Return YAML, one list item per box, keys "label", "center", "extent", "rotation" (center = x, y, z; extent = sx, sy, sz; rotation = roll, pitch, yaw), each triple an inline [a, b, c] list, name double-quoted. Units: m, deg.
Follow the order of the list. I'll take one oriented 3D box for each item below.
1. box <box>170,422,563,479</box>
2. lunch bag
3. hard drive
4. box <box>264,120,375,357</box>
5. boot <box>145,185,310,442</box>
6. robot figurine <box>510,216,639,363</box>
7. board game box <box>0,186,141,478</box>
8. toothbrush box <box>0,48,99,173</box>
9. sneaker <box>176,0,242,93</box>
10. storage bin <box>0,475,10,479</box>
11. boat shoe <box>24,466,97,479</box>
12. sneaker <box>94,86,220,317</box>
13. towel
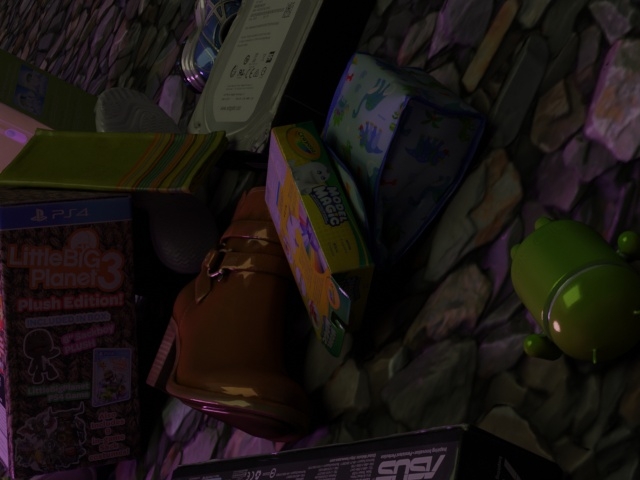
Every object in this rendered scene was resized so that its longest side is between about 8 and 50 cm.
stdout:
- label: "box"
  center: [-0.021, 0.303, 0.834]
  extent: [0.395, 0.097, 0.318]
  rotation: [-22, 47, 53]
- label: "lunch bag"
  center: [0.053, -0.067, 1.031]
  extent: [0.151, 0.096, 0.129]
  rotation: [-70, 26, 19]
- label: "hard drive"
  center: [-0.030, -0.242, 1.361]
  extent: [0.237, 0.064, 0.339]
  rotation: [12, 77, 63]
- label: "box"
  center: [0.000, 0.000, 1.024]
  extent: [0.105, 0.043, 0.179]
  rotation: [100, 155, -55]
- label: "boot"
  center: [-0.053, 0.060, 1.118]
  extent: [0.220, 0.109, 0.283]
  rotation: [-64, 19, -9]
- label: "robot figurine"
  center: [0.162, 0.031, 0.767]
  extent: [0.101, 0.067, 0.115]
  rotation: [-49, 30, 12]
- label: "board game box"
  center: [-0.305, 0.083, 1.354]
  extent: [0.232, 0.141, 0.291]
  rotation: [19, 111, 62]
- label: "toothbrush box"
  center: [-0.461, -0.151, 1.815]
  extent: [0.206, 0.283, 0.122]
  rotation: [-45, 33, 35]
- label: "sneaker"
  center: [-0.114, -0.278, 1.549]
  extent: [0.081, 0.080, 0.211]
  rotation: [-12, 55, 32]
- label: "storage bin"
  center: [-0.475, 0.416, 1.458]
  extent: [0.262, 0.123, 0.260]
  rotation: [-38, 44, 56]
- label: "boat shoe"
  center: [-0.317, 0.281, 1.413]
  extent: [0.206, 0.075, 0.065]
  rotation: [-46, 34, 41]
- label: "sneaker"
  center: [-0.214, -0.041, 1.408]
  extent: [0.153, 0.101, 0.269]
  rotation: [-54, 52, 40]
- label: "towel"
  center: [-0.221, -0.086, 1.293]
  extent: [0.237, 0.021, 0.102]
  rotation: [3, 36, 21]
